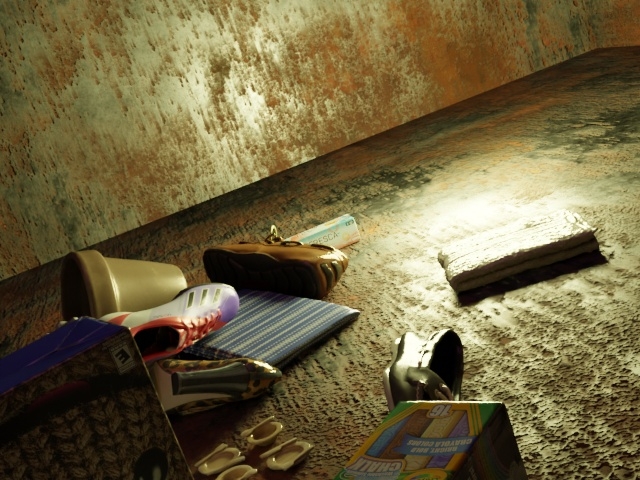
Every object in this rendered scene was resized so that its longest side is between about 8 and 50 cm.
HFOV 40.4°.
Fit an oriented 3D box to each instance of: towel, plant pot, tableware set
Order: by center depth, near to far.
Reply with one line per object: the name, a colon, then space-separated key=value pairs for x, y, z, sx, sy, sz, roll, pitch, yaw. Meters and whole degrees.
tableware set: x=-0.096 y=0.301 z=1.217 sx=0.141 sy=0.020 sz=0.169 roll=-26 pitch=16 yaw=-21
towel: x=0.361 y=0.013 z=1.614 sx=0.282 sy=0.049 sz=0.187 roll=-19 pitch=14 yaw=5
towel: x=-0.122 y=0.170 z=1.664 sx=0.336 sy=0.040 sz=0.243 roll=7 pitch=28 yaw=45
plant pot: x=-0.407 y=0.141 z=1.846 sx=0.229 sy=0.263 sz=0.263 roll=-6 pitch=6 yaw=-30

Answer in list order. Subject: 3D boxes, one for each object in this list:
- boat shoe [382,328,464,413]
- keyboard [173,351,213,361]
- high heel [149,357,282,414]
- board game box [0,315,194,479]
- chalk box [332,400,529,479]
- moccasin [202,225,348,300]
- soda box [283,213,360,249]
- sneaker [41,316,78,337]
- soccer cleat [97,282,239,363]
boat shoe: x=0.145 y=0.189 z=1.133 sx=0.096 sy=0.112 sz=0.335 roll=-22 pitch=10 yaw=10
keyboard: x=-0.230 y=0.218 z=1.697 sx=0.108 sy=0.023 sz=0.180 roll=-5 pitch=19 yaw=29
high heel: x=-0.188 y=0.245 z=1.494 sx=0.186 sy=0.093 sz=0.261 roll=0 pitch=-9 yaw=-25
board game box: x=-0.301 y=0.274 z=1.041 sx=0.232 sy=0.291 sz=0.141 roll=-30 pitch=18 yaw=-32
chalk box: x=0.101 y=0.268 z=0.857 sx=0.132 sy=0.132 sz=0.213 roll=-8 pitch=18 yaw=38
moccasin: x=-0.108 y=0.051 z=1.907 sx=0.380 sy=0.139 sz=0.147 roll=-6 pitch=19 yaw=42
soda box: x=0.000 y=0.000 z=2.102 sx=0.183 sy=0.063 sz=0.058 roll=-22 pitch=15 yaw=-10
sneaker: x=-0.449 y=0.225 z=1.416 sx=0.110 sy=0.118 sz=0.292 roll=-14 pitch=17 yaw=15
soccer cleat: x=-0.249 y=0.154 z=1.536 sx=0.116 sy=0.108 sz=0.318 roll=13 pitch=19 yaw=41
